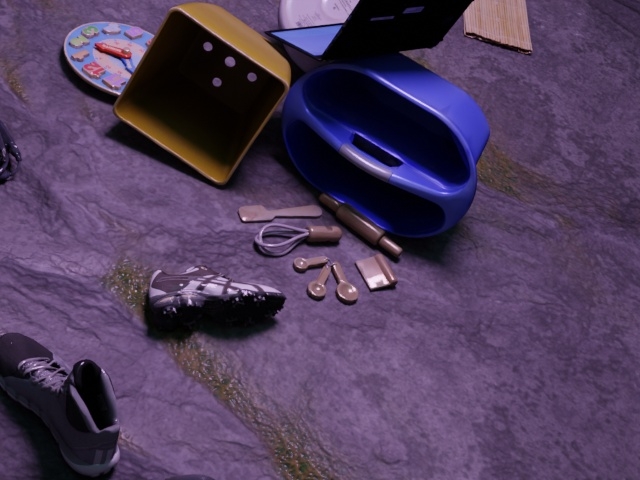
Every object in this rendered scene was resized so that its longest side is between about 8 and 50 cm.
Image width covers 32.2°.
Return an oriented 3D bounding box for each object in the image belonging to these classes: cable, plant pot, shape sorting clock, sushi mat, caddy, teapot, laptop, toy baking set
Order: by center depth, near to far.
[{"bbox_3d":[-0.534,-0.148,1.626,0.150,0.047,0.184,-20,61,-32],"label":"cable"},{"bbox_3d":[0.083,-0.363,1.727,0.234,0.264,0.137,-14,69,-33],"label":"laptop"},{"bbox_3d":[0.005,-0.002,1.728,0.256,0.030,0.196,40,45,16],"label":"toy baking set"},{"bbox_3d":[-0.169,-0.257,1.768,0.212,0.212,0.187,34,29,-7],"label":"plant pot"},{"bbox_3d":[0.102,-0.155,1.772,0.341,0.241,0.179,32,39,9],"label":"caddy"},{"bbox_3d":[-0.329,-0.307,1.870,0.206,0.040,0.206,13,44,-13],"label":"shape sorting clock"},{"bbox_3d":[0.049,-0.375,2.016,0.252,0.187,0.256,11,68,12],"label":"teapot"},{"bbox_3d":[0.379,-0.518,2.413,0.151,0.019,0.317,16,44,-11],"label":"sushi mat"}]

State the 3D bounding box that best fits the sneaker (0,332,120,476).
[{"bbox_3d":[-0.311,0.166,1.344,0.228,0.132,0.086,43,46,19],"label":"sneaker"}]

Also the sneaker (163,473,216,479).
[{"bbox_3d":[-0.094,0.347,1.301,0.222,0.083,0.118,18,43,-6],"label":"sneaker"}]

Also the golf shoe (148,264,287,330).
[{"bbox_3d":[-0.145,0.069,1.557,0.198,0.077,0.094,1,47,-25],"label":"golf shoe"}]
